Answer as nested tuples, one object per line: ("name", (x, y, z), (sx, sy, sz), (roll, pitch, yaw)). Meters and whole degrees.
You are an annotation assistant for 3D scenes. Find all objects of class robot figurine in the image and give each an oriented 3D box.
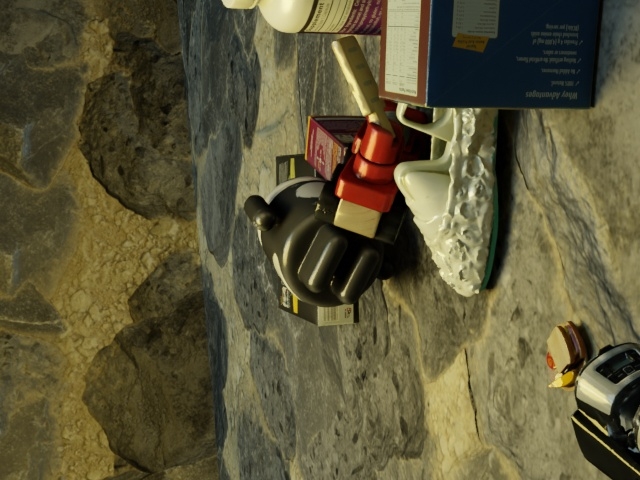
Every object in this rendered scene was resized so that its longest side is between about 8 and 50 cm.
("robot figurine", (-0.001, -0.003, 1.589), (0.209, 0.174, 0.278), (65, 174, -25))

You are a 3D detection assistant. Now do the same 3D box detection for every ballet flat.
("ballet flat", (0.158, -0.129, 1.272), (0.147, 0.147, 0.408), (-138, 49, -65))

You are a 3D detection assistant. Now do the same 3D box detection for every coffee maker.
("coffee maker", (0.311, 0.198, 0.885), (0.178, 0.120, 0.171), (-137, 47, -65))

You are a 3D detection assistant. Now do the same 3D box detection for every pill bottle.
("pill bottle", (0.036, -0.361, 1.307), (0.181, 0.323, 0.181), (178, 90, -71))

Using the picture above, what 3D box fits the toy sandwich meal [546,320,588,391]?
("toy sandwich meal", (0.272, 0.131, 1.127), (0.085, 0.029, 0.085), (178, 90, -71))

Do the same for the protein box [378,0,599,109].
("protein box", (0.182, -0.248, 1.083), (0.136, 0.200, 0.201), (-146, 55, -67))

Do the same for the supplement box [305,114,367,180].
("supplement box", (0.053, -0.141, 1.624), (0.188, 0.104, 0.080), (-130, 40, -61))

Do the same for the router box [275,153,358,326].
("router box", (-0.011, -0.009, 1.862), (0.243, 0.081, 0.308), (-167, 76, -70))

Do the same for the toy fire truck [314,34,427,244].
("toy fire truck", (0.075, -0.155, 1.378), (0.217, 0.159, 0.246), (-60, -13, -58))
